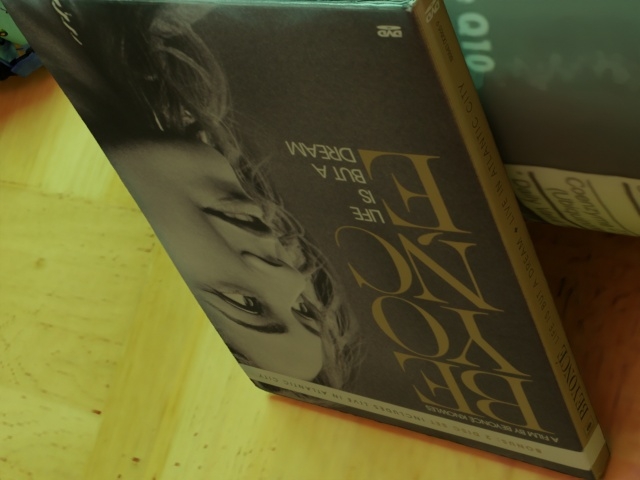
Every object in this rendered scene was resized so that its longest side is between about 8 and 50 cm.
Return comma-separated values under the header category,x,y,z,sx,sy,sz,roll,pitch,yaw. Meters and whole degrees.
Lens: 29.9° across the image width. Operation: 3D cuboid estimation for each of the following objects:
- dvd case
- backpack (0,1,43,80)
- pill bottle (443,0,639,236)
category,x,y,z,sx,sy,sz,roll,pitch,yaw
dvd case,0.000,0.000,0.419,0.165,0.221,0.018,10,54,36
backpack,-0.223,-0.180,0.658,0.117,0.173,0.158,-3,70,33
pill bottle,0.104,-0.103,0.389,0.361,0.204,0.204,9,77,36
